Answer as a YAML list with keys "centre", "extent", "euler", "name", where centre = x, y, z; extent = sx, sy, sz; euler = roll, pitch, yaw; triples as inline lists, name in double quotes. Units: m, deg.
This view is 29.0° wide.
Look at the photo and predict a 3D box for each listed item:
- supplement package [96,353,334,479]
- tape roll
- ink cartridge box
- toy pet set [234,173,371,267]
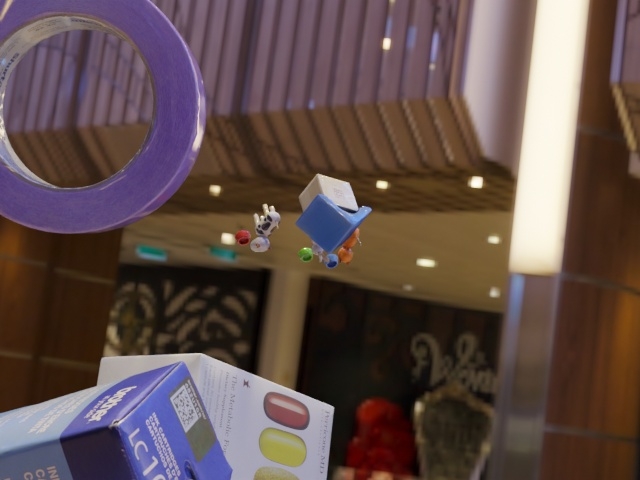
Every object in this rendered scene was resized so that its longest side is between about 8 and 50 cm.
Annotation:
- centre: [-0.109, 0.212, 1.285]
  extent: [0.134, 0.139, 0.244]
  euler: [-5, -20, 33]
  name: "supplement package"
- centre: [-0.264, -0.144, 1.334]
  extent: [0.275, 0.274, 0.090]
  euler: [7, 1, 2]
  name: "tape roll"
- centre: [-0.203, 0.268, 1.011]
  extent: [0.396, 0.270, 0.151]
  euler: [-17, 9, 18]
  name: "ink cartridge box"
- centre: [0.000, 0.000, 1.178]
  extent: [0.122, 0.065, 0.114]
  euler: [14, -48, -33]
  name: "toy pet set"
